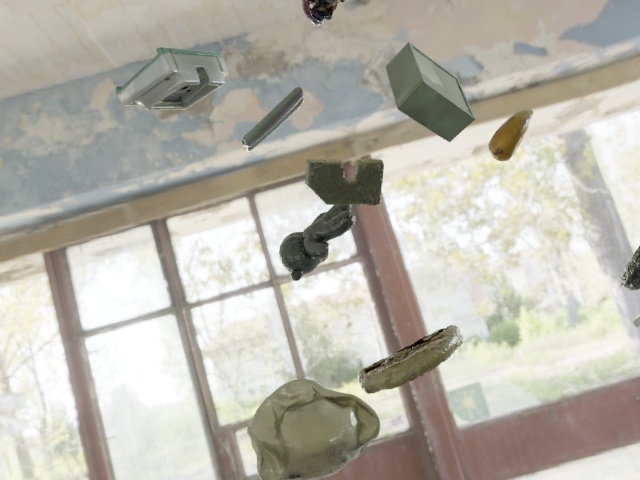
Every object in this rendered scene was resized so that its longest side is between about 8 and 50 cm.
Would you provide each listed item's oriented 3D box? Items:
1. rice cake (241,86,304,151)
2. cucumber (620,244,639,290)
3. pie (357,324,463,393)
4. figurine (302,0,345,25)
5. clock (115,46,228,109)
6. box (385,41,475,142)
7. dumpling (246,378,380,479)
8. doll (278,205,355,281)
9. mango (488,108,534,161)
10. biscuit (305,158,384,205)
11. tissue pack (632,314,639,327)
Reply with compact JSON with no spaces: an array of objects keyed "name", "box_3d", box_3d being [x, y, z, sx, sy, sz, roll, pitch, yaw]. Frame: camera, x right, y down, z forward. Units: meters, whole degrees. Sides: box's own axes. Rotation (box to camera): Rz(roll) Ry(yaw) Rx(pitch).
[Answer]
[{"name":"rice cake","box_3d":[-0.129,-0.329,1.888,0.221,0.042,0.080,-43,-1,-3]},{"name":"cucumber","box_3d":[0.764,0.033,1.593,0.077,0.077,0.265,-12,-40,-23]},{"name":"pie","box_3d":[0.250,0.333,1.934,0.339,0.077,0.339,-26,-7,-3]},{"name":"figurine","box_3d":[0.016,-0.723,2.051,0.157,0.126,0.114,-37,21,21]},{"name":"clock","box_3d":[-0.427,-0.459,2.047,0.231,0.116,0.262,-29,-7,32]},{"name":"box","box_3d":[0.328,-0.446,2.107,0.225,0.225,0.117,26,-54,-30]},{"name":"dumpling","box_3d":[-0.023,0.463,1.718,0.318,0.243,0.187,-24,-25,-6]},{"name":"doll","box_3d":[0.003,0.006,2.417,0.340,0.246,0.158,-36,-59,15]},{"name":"mango","box_3d":[0.448,-0.251,1.621,0.187,0.066,0.101,-48,-16,-28]},{"name":"biscuit","box_3d":[0.075,-0.180,2.133,0.250,0.147,0.046,0,24,-15]},{"name":"tissue pack","box_3d":[0.846,0.181,1.759,0.108,0.023,0.056,-43,-17,28]}]
